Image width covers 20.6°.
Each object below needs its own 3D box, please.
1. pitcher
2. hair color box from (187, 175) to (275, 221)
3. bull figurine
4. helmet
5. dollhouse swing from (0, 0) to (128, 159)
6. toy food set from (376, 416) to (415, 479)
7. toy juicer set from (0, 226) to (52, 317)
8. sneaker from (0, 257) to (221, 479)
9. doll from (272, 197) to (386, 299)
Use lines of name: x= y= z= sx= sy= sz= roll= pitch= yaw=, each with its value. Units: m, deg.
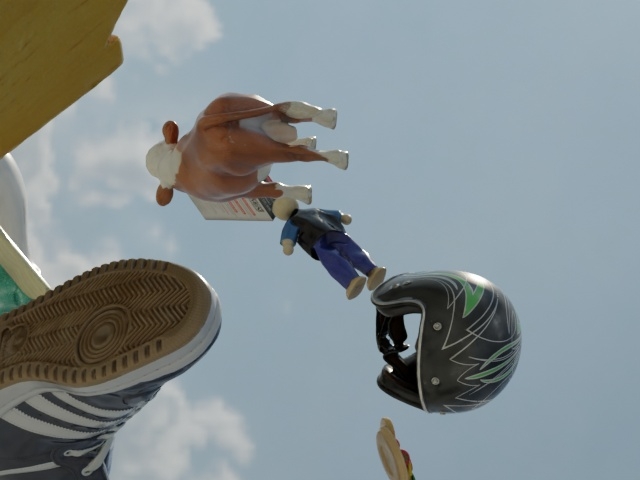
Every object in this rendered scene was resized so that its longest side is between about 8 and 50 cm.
pitcher: x=-0.427 y=-0.026 z=2.239 sx=0.178 sy=0.125 sz=0.207 roll=135 pitch=-67 yaw=-80
hair color box: x=-0.126 y=-0.067 z=2.556 sx=0.141 sy=0.072 sz=0.043 roll=3 pitch=-133 yaw=42
bull figurine: x=-0.088 y=-0.097 z=1.977 sx=0.310 sy=0.188 sz=0.101 roll=155 pitch=-64 yaw=-75
helmet: x=0.141 y=0.112 z=1.933 sx=0.161 sy=0.169 sz=0.169 roll=20 pitch=-76 yaw=44
dollhouse swing: x=-0.355 y=-0.241 z=1.224 sx=0.305 sy=0.315 sz=0.347 roll=28 pitch=-37 yaw=28
toy food set: x=0.089 y=0.257 z=2.083 sx=0.083 sy=0.020 sz=0.082 roll=-131 pitch=-153 yaw=-54
toy juicer set: x=-0.422 y=0.028 z=2.099 sx=0.329 sy=0.089 sz=0.209 roll=-36 pitch=-101 yaw=46
sneaker: x=-0.151 y=0.110 z=1.236 sx=0.282 sy=0.153 sz=0.099 roll=-20 pitch=-136 yaw=31
doll: x=0.000 y=0.000 z=2.376 sx=0.189 sy=0.129 sz=0.046 roll=45 pitch=-42 yaw=28
